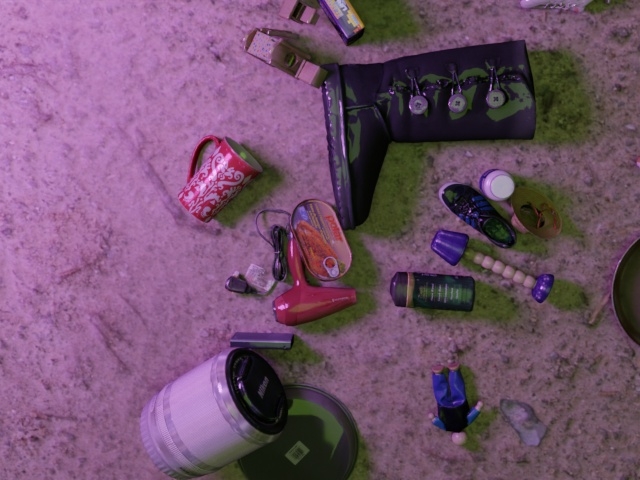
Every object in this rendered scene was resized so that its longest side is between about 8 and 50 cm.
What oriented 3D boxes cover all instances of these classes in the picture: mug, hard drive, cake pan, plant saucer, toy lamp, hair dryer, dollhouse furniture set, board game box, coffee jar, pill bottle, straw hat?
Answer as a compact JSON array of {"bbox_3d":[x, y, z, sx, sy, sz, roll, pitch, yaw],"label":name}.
[{"bbox_3d":[-0.230,-0.139,1.905,0.169,0.150,0.113,-47,129,11],"label":"mug"},{"bbox_3d":[-0.130,0.225,1.932,0.135,0.094,0.022,1,95,2],"label":"hard drive"},{"bbox_3d":[-0.057,0.477,1.981,0.293,0.054,0.293,0,97,2],"label":"cake pan"},{"bbox_3d":[0.794,0.108,1.906,0.310,0.050,0.311,0,97,2],"label":"plant saucer"},{"bbox_3d":[0.376,0.052,1.901,0.274,0.080,0.080,24,97,0],"label":"toy lamp"},{"bbox_3d":[-0.051,0.081,1.921,0.293,0.080,0.224,29,96,-2],"label":"hair dryer"},{"bbox_3d":[-0.053,-0.431,1.799,0.101,0.182,0.161,20,100,-45],"label":"dollhouse furniture set"},{"bbox_3d":[0.029,-0.499,1.818,0.048,0.141,0.170,-33,94,5],"label":"board game box"},{"bbox_3d":[0.245,0.112,1.904,0.184,0.096,0.079,3,94,1],"label":"coffee jar"},{"bbox_3d":[0.382,-0.120,1.859,0.067,0.120,0.067,0,97,2],"label":"pill bottle"},{"bbox_3d":[0.455,-0.046,1.890,0.144,0.144,0.061,42,137,-3],"label":"straw hat"}]

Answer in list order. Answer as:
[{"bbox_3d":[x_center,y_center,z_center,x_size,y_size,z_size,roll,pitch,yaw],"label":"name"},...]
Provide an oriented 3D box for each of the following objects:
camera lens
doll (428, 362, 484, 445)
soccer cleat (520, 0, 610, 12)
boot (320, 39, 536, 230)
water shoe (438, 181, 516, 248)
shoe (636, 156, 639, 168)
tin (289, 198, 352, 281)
[{"bbox_3d":[-0.225,0.374,1.866,0.274,0.219,0.219,-32,95,23],"label":"camera lens"},{"bbox_3d":[0.306,0.377,1.958,0.129,0.046,0.189,-10,96,4],"label":"doll"},{"bbox_3d":[0.525,-0.516,1.836,0.196,0.068,0.076,-15,99,1],"label":"soccer cleat"},{"bbox_3d":[0.240,-0.223,1.855,0.445,0.146,0.367,-7,102,-4],"label":"boot"},{"bbox_3d":[0.351,-0.059,1.887,0.203,0.080,0.073,36,96,-2],"label":"water shoe"},{"bbox_3d":[0.785,-0.127,1.864,0.219,0.076,0.058,19,92,-2],"label":"shoe"},{"bbox_3d":[0.000,0.000,1.905,0.106,0.040,0.190,-20,80,-8],"label":"tin"}]
